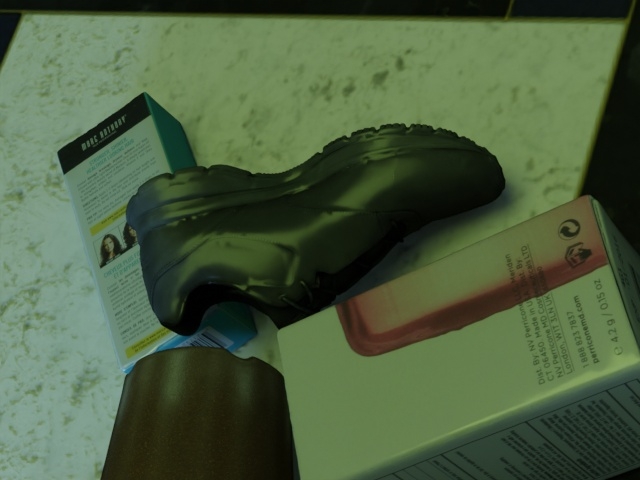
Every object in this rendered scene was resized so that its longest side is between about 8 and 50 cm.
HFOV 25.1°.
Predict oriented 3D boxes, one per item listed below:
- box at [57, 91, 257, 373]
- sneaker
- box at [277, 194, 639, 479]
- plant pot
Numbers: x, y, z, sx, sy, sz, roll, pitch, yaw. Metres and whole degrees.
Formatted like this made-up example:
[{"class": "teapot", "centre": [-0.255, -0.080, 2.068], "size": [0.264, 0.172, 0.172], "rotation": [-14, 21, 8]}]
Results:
[{"class": "box", "centre": [-0.140, -0.002, 1.198], "size": [0.100, 0.060, 0.244], "rotation": [-32, 53, 14]}, {"class": "sneaker", "centre": [0.000, 0.000, 1.068], "size": [0.286, 0.109, 0.130], "rotation": [-14, 66, 11]}, {"class": "box", "centre": [0.111, 0.093, 0.931], "size": [0.232, 0.148, 0.127], "rotation": [-24, 55, 20]}, {"class": "plant pot", "centre": [-0.086, 0.175, 1.018], "size": [0.167, 0.167, 0.165], "rotation": [-16, 50, 25]}]
